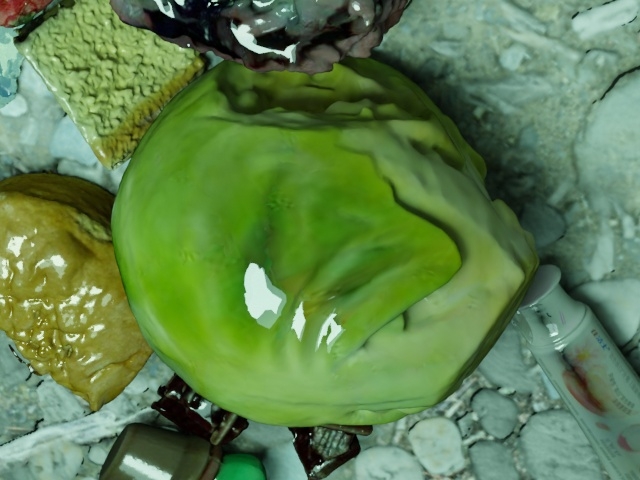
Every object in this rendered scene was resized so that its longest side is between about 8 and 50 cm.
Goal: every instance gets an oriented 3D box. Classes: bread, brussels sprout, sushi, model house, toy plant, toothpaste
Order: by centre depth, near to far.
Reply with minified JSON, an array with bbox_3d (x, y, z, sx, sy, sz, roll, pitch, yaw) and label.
[{"bbox_3d":[-0.051,-0.253,1.290,0.270,0.171,0.236,13,121,14],"label":"sushi"},{"bbox_3d":[0.000,0.000,1.339,0.344,0.268,0.344,0,87,4],"label":"brussels sprout"},{"bbox_3d":[-0.179,-0.139,1.406,0.127,0.152,0.147,-32,107,17],"label":"bread"},{"bbox_3d":[0.270,0.160,1.498,0.100,0.066,0.323,-27,113,21],"label":"toothpaste"},{"bbox_3d":[-0.229,0.024,1.520,0.139,0.143,0.229,-39,106,18],"label":"bread"},{"bbox_3d":[-0.051,0.150,1.533,0.203,0.141,0.164,27,116,-3],"label":"model house"},{"bbox_3d":[-0.111,0.246,1.625,0.200,0.105,0.143,27,130,-12],"label":"toy plant"}]

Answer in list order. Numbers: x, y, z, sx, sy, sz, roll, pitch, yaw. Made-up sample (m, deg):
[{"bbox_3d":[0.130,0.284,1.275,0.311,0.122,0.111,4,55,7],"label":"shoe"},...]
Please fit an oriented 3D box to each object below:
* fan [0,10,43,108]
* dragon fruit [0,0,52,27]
[{"bbox_3d":[-0.324,-0.170,1.492,0.131,0.009,0.240,39,116,-15],"label":"fan"},{"bbox_3d":[-0.299,-0.292,1.350,0.200,0.198,0.269,-23,84,-11],"label":"dragon fruit"}]
